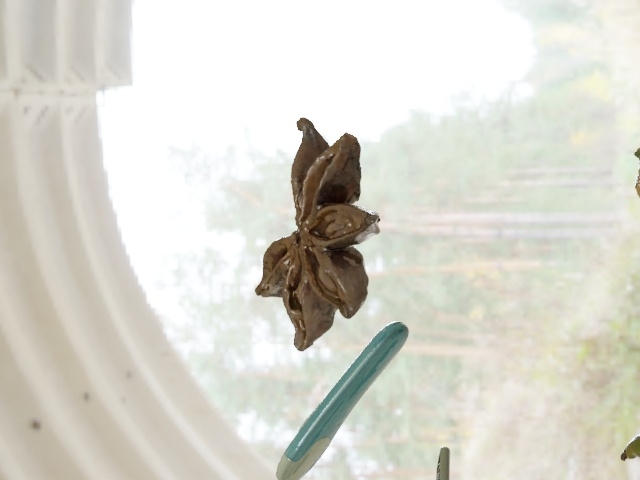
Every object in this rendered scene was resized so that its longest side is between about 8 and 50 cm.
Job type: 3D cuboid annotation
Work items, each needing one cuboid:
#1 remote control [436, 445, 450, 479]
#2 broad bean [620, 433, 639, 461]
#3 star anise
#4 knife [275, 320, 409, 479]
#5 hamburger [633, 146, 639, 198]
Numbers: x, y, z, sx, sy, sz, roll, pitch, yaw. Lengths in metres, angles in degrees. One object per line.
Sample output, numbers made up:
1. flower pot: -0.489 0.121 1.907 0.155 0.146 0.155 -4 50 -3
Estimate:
1. remote control: 0.173 0.348 1.851 0.124 0.017 0.053 -80 -4 -57
2. broad bean: 0.587 0.345 2.094 0.052 0.256 0.053 30 -108 -35
3. star anise: 0.008 0.003 1.185 0.172 0.063 0.208 35 115 56
4. knife: 0.021 0.175 1.410 0.222 0.031 0.064 -53 -31 8
5. hamburger: 0.413 -0.084 1.497 0.087 0.102 0.176 -67 -9 -51
